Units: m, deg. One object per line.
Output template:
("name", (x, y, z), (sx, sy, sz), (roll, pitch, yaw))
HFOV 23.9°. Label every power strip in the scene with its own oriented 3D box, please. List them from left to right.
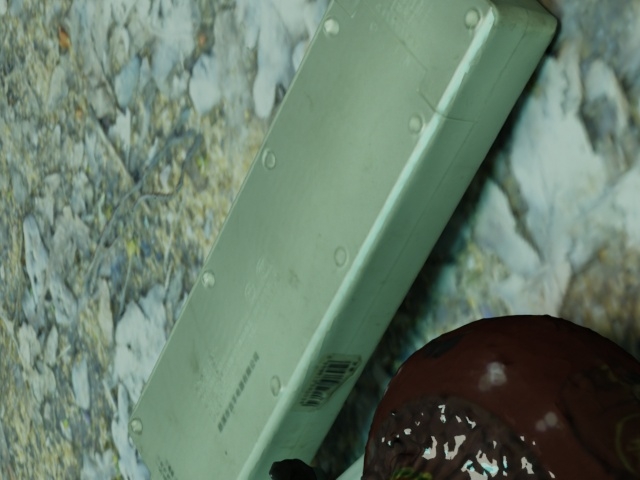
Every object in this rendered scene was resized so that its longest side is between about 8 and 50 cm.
("power strip", (0.000, 0.000, 0.731), (0.106, 0.043, 0.367), (54, 128, 39))

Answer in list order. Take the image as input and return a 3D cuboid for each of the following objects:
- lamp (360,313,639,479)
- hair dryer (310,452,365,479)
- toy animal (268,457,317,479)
("lamp", (0.072, 0.107, 0.587), (0.156, 0.135, 0.157), (-50, 52, 49))
("hair dryer", (0.016, 0.140, 0.773), (0.137, 0.047, 0.082), (-49, 52, 41))
("toy animal", (0.022, 0.195, 0.669), (0.232, 0.084, 0.148), (58, -173, -7))
